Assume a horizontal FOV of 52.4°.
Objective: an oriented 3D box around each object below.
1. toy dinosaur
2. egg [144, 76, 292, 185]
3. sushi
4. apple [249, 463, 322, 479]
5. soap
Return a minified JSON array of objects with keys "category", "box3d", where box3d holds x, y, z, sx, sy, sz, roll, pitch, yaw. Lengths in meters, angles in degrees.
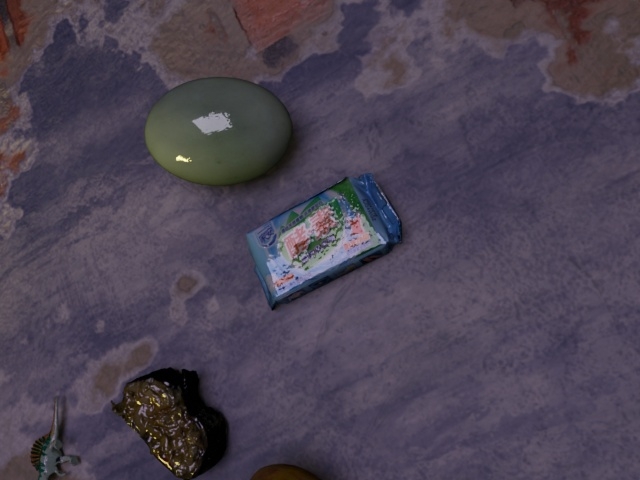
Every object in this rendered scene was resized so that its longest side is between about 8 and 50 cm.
[{"category":"toy dinosaur","box3d":[-0.534,0.411,1.269,0.106,0.044,0.187,-29,73,23]},{"category":"egg","box3d":[-0.192,-0.204,1.225,0.283,0.203,0.203,-3,77,7]},{"category":"sushi","box3d":[-0.258,0.320,1.173,0.147,0.115,0.212,-44,70,3]},{"category":"apple","box3d":[-0.066,0.467,1.038,0.188,0.211,0.211,41,90,13]},{"category":"soap","box3d":[0.000,0.000,1.194,0.293,0.077,0.156,-29,72,7]}]
